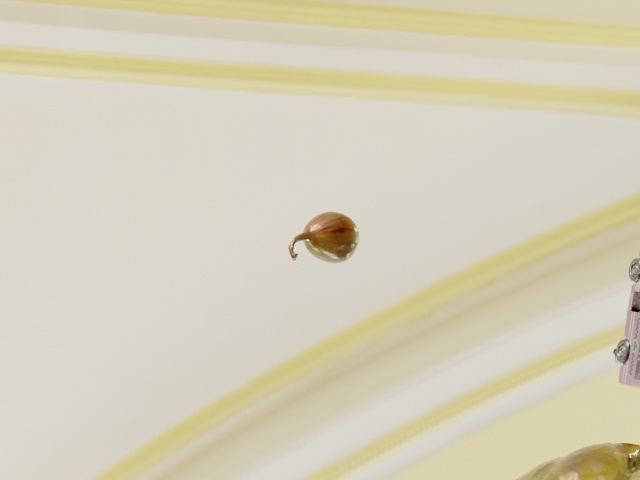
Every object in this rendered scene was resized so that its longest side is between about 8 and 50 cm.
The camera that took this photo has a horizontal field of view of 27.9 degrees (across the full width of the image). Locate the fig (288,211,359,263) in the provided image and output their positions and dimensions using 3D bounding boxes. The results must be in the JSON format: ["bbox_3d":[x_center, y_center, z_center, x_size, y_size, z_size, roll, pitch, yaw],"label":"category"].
[{"bbox_3d":[0.000,0.000,1.176,0.083,0.050,0.050,-15,-78,-47],"label":"fig"}]

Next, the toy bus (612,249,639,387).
[{"bbox_3d":[0.464,0.105,1.712,0.096,0.108,0.199,10,-90,-16],"label":"toy bus"}]

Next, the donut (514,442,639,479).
[{"bbox_3d":[0.267,0.313,1.239,0.360,0.360,0.170,-19,-80,-27],"label":"donut"}]
